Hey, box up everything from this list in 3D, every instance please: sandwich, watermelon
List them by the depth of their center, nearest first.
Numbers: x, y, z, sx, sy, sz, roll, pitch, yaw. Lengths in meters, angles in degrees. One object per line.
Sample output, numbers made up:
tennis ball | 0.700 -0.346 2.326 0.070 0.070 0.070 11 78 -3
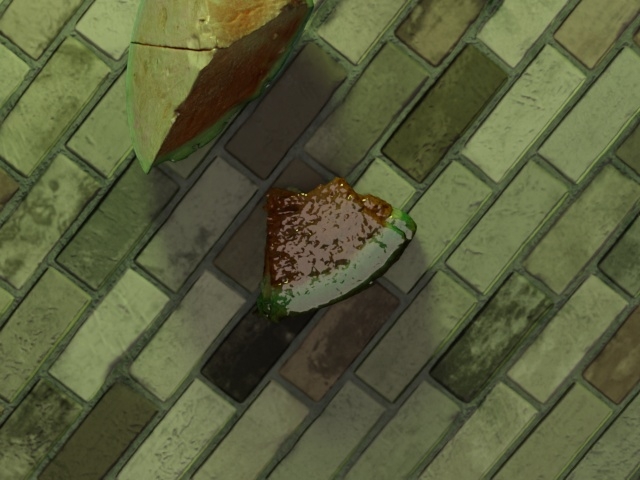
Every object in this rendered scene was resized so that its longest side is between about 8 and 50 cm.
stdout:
watermelon | -0.144 -0.290 1.670 0.222 0.319 0.292 8 141 -31
sandwich | 0.013 0.006 1.750 0.292 0.109 0.212 -12 99 0
